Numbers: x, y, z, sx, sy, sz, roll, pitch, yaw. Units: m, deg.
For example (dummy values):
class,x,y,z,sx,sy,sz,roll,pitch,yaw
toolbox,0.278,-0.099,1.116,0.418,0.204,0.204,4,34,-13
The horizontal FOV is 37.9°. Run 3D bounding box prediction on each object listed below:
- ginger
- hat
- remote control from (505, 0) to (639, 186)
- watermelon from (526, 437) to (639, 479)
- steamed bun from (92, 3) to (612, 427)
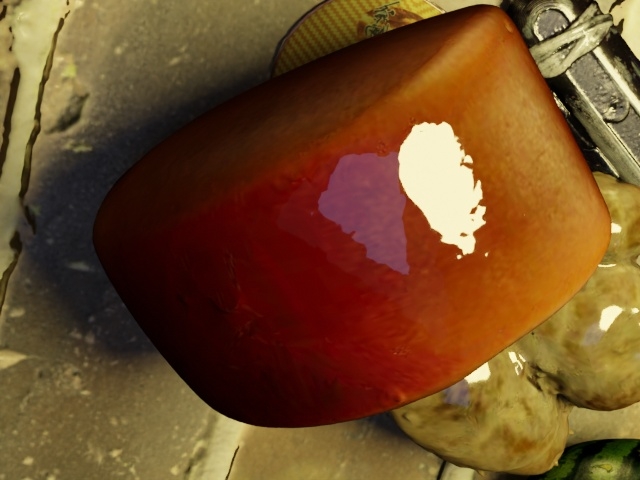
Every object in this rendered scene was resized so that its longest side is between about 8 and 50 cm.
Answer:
class,x,y,z,sx,sy,sz,roll,pitch,yaw
ginger,0.193,0.085,0.839,0.304,0.155,0.244,-36,102,8
hat,0.053,-0.115,0.795,0.193,0.082,0.193,-2,110,-6
remote control,0.259,-0.119,0.822,0.090,0.066,0.266,-40,109,6
watermelon,0.305,0.320,0.889,0.269,0.269,0.268,-2,110,-5
steamed bun,0.000,0.000,0.688,0.379,0.248,0.235,-18,112,33
